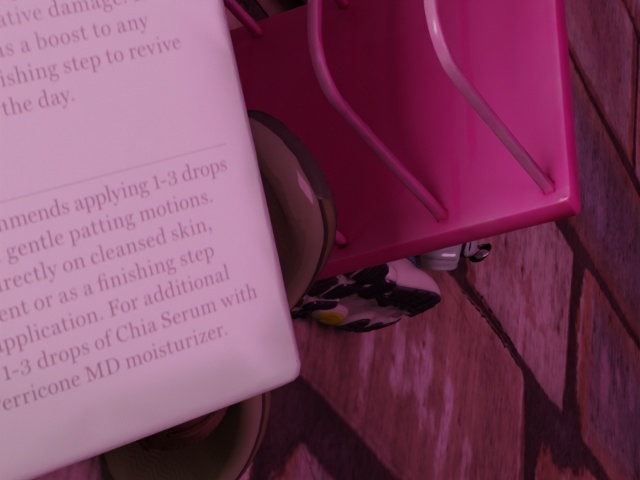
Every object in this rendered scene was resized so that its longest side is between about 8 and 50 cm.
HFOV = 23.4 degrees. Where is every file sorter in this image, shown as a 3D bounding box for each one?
[{"bbox_3d":[-0.021,-0.108,0.917,0.182,0.290,0.202,42,41,-49],"label":"file sorter"}]

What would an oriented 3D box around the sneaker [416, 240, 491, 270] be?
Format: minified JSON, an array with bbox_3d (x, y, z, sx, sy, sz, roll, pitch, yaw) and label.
[{"bbox_3d":[0.122,-0.054,1.345,0.256,0.094,0.151,97,-5,-78],"label":"sneaker"}]

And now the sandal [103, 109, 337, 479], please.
[{"bbox_3d":[-0.082,0.052,0.857,0.086,0.120,0.303,-36,156,-41],"label":"sandal"}]

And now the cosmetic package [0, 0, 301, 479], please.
[{"bbox_3d":[-0.184,-0.128,0.655,0.230,0.161,0.453,-17,100,-33],"label":"cosmetic package"}]

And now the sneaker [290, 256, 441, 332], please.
[{"bbox_3d":[0.000,0.000,1.193,0.275,0.107,0.110,29,38,-64],"label":"sneaker"}]

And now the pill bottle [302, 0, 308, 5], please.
[{"bbox_3d":[0.020,-0.246,1.245,0.215,0.117,0.117,51,40,-48],"label":"pill bottle"}]
